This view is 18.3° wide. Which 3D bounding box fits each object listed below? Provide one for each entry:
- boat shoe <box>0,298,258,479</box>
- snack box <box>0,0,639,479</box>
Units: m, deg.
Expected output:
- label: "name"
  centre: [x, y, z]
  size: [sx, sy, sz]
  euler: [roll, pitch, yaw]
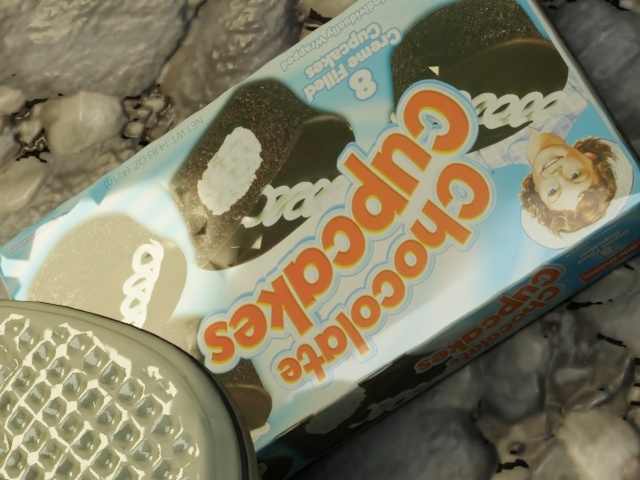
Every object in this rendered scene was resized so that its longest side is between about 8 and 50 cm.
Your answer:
- label: "boat shoe"
  centre: [-0.186, 0.154, 0.928]
  size: [0.500, 0.156, 0.187]
  euler: [-23, 56, 43]
- label: "snack box"
  centre: [0.000, 0.000, 1.031]
  size: [0.322, 0.060, 0.187]
  euler: [-34, 63, 11]
